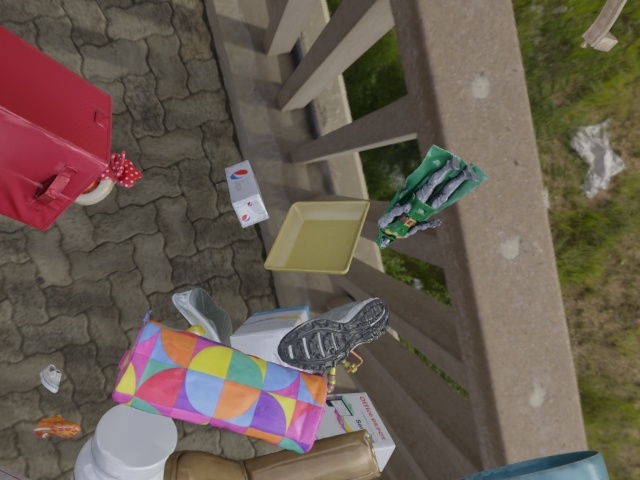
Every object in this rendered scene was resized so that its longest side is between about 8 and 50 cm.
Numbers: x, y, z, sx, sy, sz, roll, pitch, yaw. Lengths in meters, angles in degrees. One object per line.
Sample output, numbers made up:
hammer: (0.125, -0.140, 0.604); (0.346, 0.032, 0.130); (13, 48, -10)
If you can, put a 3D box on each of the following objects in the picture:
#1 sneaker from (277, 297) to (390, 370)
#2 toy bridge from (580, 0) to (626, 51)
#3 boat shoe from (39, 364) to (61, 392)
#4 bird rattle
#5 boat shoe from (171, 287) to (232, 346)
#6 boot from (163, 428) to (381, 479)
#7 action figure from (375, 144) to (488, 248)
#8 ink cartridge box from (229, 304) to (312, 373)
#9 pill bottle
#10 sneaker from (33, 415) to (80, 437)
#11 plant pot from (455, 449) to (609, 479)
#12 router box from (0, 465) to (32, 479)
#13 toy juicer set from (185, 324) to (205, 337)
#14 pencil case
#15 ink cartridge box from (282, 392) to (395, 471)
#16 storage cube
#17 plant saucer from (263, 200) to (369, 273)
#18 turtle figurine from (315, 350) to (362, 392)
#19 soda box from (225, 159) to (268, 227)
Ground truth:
sneaker: (0.023, 0.193, 0.987); (0.271, 0.108, 0.100); (-14, 93, -38)
toy bridge: (0.334, -0.270, 0.470); (0.063, 0.188, 0.026); (-5, 59, -32)
boat shoe: (-0.604, 0.309, 1.074); (0.035, 0.100, 0.035); (-50, 123, -17)
bird rattle: (-0.716, -0.203, 1.520); (0.253, 0.143, 0.207); (26, 76, 6)
boat shoe: (-0.415, 0.288, 1.718); (0.103, 0.118, 0.320); (-6, 138, 19)
boot: (-0.058, 0.328, 0.691); (0.269, 0.236, 0.089); (-15, 60, 3)
action figure: (0.180, -0.060, 0.879); (0.137, 0.063, 0.232); (24, 131, -24)
ink cartridge box: (-0.136, 0.339, 1.486); (0.197, 0.270, 0.198); (-9, 94, 8)
pill bottle: (-0.466, 0.562, 1.098); (0.210, 0.210, 0.363); (21, 114, -14)
sneaker: (-0.838, 0.588, 1.521); (0.175, 0.067, 0.064); (-5, 129, 19)
plant pot: (0.412, 0.527, 0.887); (0.290, 0.290, 0.195); (-9, 65, -11)
router box: (-0.577, 0.411, 0.756); (0.335, 0.301, 0.082); (22, 64, 4)
toy juicer set: (-0.403, 0.336, 1.366); (0.209, 0.329, 0.089); (-42, 97, -23)
pencil case: (-0.111, 0.166, 0.542); (0.236, 0.104, 0.104); (22, 91, -11)
ink cartridge box: (0.038, 0.545, 1.336); (0.278, 0.201, 0.117); (6, 119, -28)
storage cube: (-0.455, -0.165, 0.720); (0.183, 0.215, 0.193); (-35, 138, 21)
plant saucer: (0.000, 0.000, 1.757); (0.081, 0.333, 0.333); (62, 39, -45)
turtle figurine: (0.027, 0.485, 1.923); (0.269, 0.087, 0.217); (23, 106, 15)
soda box: (-0.187, -0.121, 1.189); (0.069, 0.216, 0.074); (-22, 124, -3)
